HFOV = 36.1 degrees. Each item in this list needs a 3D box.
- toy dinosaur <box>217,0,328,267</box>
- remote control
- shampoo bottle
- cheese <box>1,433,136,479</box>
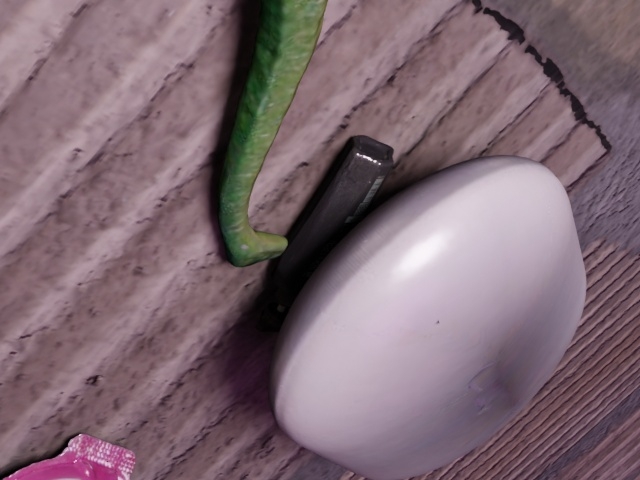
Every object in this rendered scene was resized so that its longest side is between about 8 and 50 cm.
[{"bbox_3d":[-0.049,-0.137,0.350,0.300,0.087,0.447,-30,144,23],"label":"toy dinosaur"},{"bbox_3d":[0.081,0.062,0.636,0.221,0.103,0.332,-45,154,-2],"label":"remote control"},{"bbox_3d":[0.000,0.000,0.574,0.048,0.027,0.137,-10,138,-47],"label":"shampoo bottle"},{"bbox_3d":[-0.189,0.234,0.600,0.155,0.062,0.244,38,77,-44],"label":"cheese"}]
